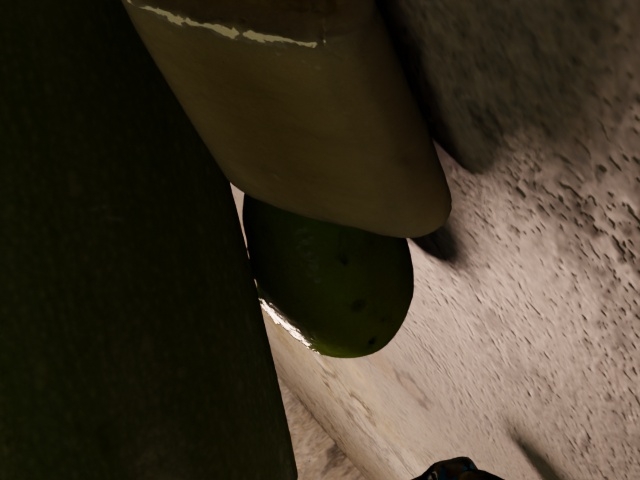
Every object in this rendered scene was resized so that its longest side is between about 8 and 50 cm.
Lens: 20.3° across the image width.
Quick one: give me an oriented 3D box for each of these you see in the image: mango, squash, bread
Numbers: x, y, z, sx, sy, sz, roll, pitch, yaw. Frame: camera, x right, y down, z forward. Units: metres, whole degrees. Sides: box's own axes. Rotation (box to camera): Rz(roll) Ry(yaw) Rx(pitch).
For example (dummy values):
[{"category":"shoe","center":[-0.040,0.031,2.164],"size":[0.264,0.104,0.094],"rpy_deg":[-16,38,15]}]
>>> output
[{"category":"mango","center":[-0.001,0.001,1.138],"size":[0.119,0.100,0.178],"rpy_deg":[48,163,47]},{"category":"squash","center":[-0.178,-0.003,1.090],"size":[0.263,0.263,0.385],"rpy_deg":[-156,52,-74]},{"category":"bread","center":[-0.013,-0.075,0.872],"size":[0.139,0.060,0.178],"rpy_deg":[17,156,24]}]

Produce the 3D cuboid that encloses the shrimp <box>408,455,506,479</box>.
[{"category":"shrimp","center":[0.220,0.330,1.520],"size":[0.446,0.110,0.221],"rpy_deg":[50,-178,-30]}]
